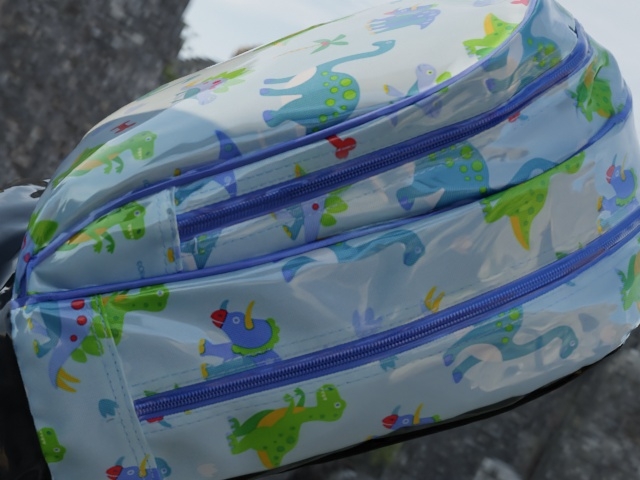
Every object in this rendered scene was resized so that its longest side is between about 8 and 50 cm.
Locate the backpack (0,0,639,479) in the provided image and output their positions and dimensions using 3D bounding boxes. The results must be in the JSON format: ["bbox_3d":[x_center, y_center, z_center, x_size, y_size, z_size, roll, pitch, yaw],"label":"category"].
[{"bbox_3d":[0.000,0.000,0.646,0.355,0.273,0.290,-1,14,4],"label":"backpack"}]
